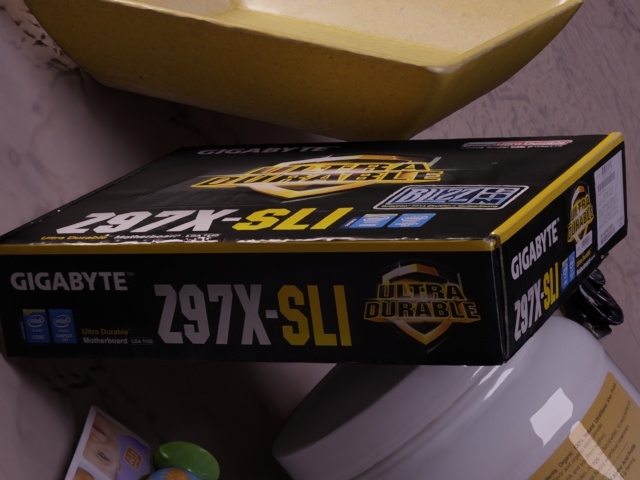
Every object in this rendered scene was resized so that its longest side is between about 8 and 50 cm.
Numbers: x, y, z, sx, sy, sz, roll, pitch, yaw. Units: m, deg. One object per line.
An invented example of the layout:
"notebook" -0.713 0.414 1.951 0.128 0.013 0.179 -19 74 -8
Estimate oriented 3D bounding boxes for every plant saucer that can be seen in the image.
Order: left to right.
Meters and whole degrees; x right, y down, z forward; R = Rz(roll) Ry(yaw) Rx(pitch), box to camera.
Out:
"plant saucer" -0.009 -0.152 1.362 0.332 0.081 0.333 15 21 20

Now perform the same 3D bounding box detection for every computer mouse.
"computer mouse" 0.171 0.019 1.604 0.188 0.072 0.272 57 16 10

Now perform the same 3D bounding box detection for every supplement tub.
"supplement tub" 0.140 0.192 1.192 0.316 0.228 0.228 50 29 -6

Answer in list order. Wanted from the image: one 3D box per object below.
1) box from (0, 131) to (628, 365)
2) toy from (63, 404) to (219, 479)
"box" 0.000 0.000 1.116 0.257 0.322 0.079 -37 122 -60
"toy" -0.094 0.200 1.017 0.137 0.056 0.237 41 31 -19
